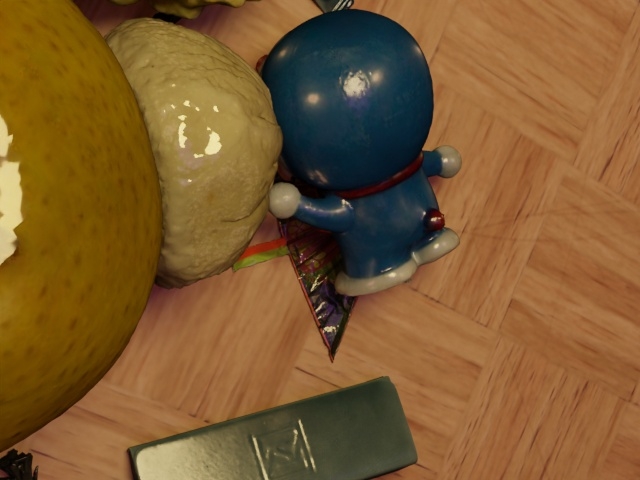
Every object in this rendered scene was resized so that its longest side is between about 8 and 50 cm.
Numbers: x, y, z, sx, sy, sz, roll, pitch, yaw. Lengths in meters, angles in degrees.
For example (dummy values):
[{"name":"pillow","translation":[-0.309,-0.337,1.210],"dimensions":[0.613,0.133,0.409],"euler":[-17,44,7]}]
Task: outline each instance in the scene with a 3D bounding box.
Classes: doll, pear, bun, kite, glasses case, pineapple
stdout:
[{"name":"doll","translation":[0.036,-0.081,0.925],"dimensions":[0.215,0.161,0.257],"euler":[-33,117,-36]},{"name":"pear","translation":[-0.285,-0.022,0.643],"dimensions":[0.362,0.418,0.363],"euler":[1,88,-25]},{"name":"bun","translation":[-0.105,-0.073,0.826],"dimensions":[0.134,0.220,0.221],"euler":[-13,99,-19]},{"name":"kite","translation":[0.000,0.000,0.985],"dimensions":[0.183,0.014,0.241],"euler":[-20,103,-20]},{"name":"glasses case","translation":[-0.039,0.211,0.960],"dimensions":[0.266,0.056,0.105],"euler":[-12,100,-22]},{"name":"pineapple","translation":[-0.242,0.232,0.879],"dimensions":[0.058,0.058,0.124],"euler":[-21,96,-21]}]

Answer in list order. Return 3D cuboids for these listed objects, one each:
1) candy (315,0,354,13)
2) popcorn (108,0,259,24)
[{"name":"candy","translation":[-0.001,-0.279,0.951],"dimensions":[0.136,0.038,0.088],"euler":[41,81,-30]},{"name":"popcorn","translation":[-0.118,-0.292,0.815],"dimensions":[0.249,0.249,0.225],"euler":[-34,135,-18]}]
